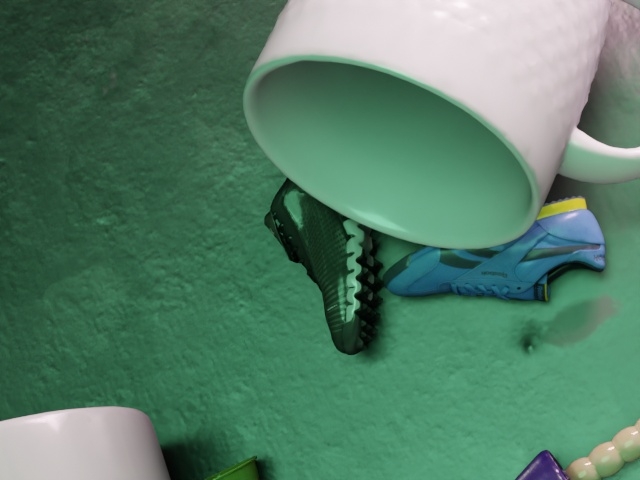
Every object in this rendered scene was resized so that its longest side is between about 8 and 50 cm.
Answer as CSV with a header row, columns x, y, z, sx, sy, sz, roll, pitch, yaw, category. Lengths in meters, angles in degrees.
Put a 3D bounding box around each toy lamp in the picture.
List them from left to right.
x,y,z,sx,sy,sz,roll,pitch,yaw,category
0.284,0.179,1.405,0.275,0.080,0.080,-33,73,5,toy lamp

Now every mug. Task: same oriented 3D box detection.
x,y,z,sx,sy,sz,roll,pitch,yaw,category
0.165,-0.183,1.403,0.374,0.276,0.328,23,65,6,mug

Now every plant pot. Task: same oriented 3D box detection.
x,y,z,sx,sy,sz,roll,pitch,yaw,category
-0.080,0.257,1.488,0.083,0.083,0.079,-27,86,8,plant pot

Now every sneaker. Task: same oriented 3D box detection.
x,y,z,sx,sy,sz,roll,pitch,yaw,category
0.000,0.000,1.514,0.106,0.078,0.234,-9,74,16,sneaker
0.163,0.027,1.468,0.209,0.069,0.082,-18,79,11,sneaker

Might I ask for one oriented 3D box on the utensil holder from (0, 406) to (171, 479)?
x,y,z,sx,sy,sz,roll,pitch,yaw,category
-0.241,0.376,1.379,0.328,0.327,0.385,-20,72,10,utensil holder
